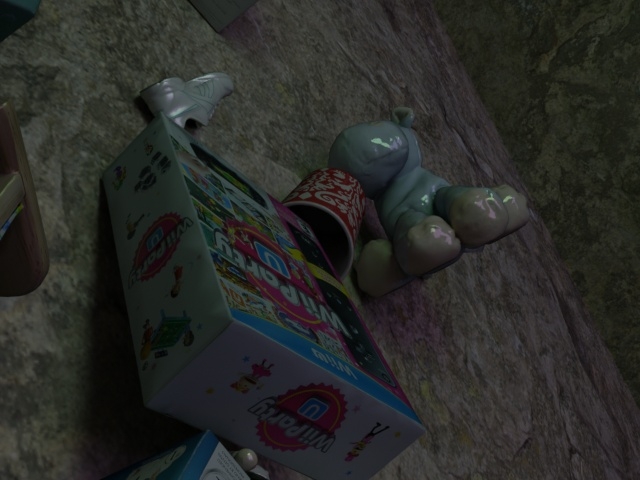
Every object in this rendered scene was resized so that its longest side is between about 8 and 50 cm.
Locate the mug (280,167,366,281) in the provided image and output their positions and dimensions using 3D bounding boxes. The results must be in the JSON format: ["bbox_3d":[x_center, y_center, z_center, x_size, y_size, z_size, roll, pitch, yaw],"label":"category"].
[{"bbox_3d":[-0.009,-0.005,0.975,0.113,0.150,0.169,20,25,3],"label":"mug"}]

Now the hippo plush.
[{"bbox_3d":[0.140,-0.078,1.133,0.294,0.234,0.237,-12,73,-62],"label":"hippo plush"}]

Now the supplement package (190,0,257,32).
[{"bbox_3d":[-0.082,-0.423,1.090,0.134,0.244,0.139,46,29,-24],"label":"supplement package"}]

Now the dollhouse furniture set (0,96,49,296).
[{"bbox_3d":[-0.231,0.067,0.260,0.212,0.242,0.161,-80,172,-53],"label":"dollhouse furniture set"}]

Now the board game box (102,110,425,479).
[{"bbox_3d":[-0.062,0.047,0.703,0.224,0.097,0.303,36,17,-38],"label":"board game box"}]

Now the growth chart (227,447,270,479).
[{"bbox_3d":[-0.001,0.237,0.601,0.237,0.172,0.021,47,62,0],"label":"growth chart"}]

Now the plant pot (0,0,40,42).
[{"bbox_3d":[-0.307,-0.267,0.627,0.165,0.165,0.234,12,59,-56],"label":"plant pot"}]

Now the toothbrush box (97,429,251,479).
[{"bbox_3d":[-0.093,0.292,0.448,0.216,0.126,0.295,54,26,-14],"label":"toothbrush box"}]

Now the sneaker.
[{"bbox_3d":[-0.146,-0.156,0.926,0.152,0.053,0.061,-32,100,-58],"label":"sneaker"}]
